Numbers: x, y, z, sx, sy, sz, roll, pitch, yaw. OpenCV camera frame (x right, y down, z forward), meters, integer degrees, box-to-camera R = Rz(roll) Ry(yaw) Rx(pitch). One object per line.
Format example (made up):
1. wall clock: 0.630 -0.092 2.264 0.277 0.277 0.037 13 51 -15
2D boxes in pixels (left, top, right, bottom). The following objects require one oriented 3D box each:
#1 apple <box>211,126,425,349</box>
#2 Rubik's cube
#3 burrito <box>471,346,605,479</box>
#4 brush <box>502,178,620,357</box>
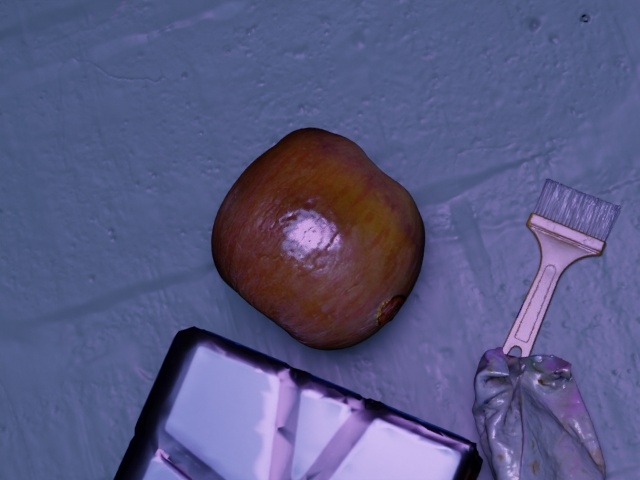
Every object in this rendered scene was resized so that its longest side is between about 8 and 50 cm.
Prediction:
1. apple: 0.000 0.000 1.304 0.211 0.211 0.188 40 90 13
2. Rubik's cube: -0.031 0.268 1.219 0.288 0.283 0.293 20 80 10
3. burrito: 0.214 0.218 1.287 0.089 0.144 0.229 -35 63 44
4. brush: 0.231 0.042 1.365 0.083 0.011 0.205 23 83 11
